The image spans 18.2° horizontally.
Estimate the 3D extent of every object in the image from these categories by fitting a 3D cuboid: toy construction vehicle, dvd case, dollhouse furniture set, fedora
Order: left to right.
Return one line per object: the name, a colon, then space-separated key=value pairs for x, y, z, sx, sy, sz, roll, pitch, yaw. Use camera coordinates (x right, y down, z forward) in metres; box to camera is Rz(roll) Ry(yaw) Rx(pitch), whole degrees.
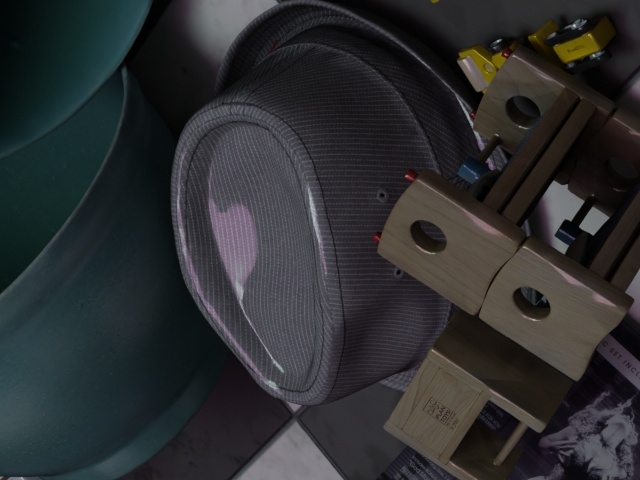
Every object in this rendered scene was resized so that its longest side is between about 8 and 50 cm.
fedora: x=0.000 y=0.000 z=1.192 sx=0.244 sy=0.124 sz=0.275 roll=15 pitch=124 yaw=38
dollhouse furniture set: x=0.099 y=0.018 z=1.087 sx=0.129 sy=0.129 sz=0.183 roll=33 pitch=139 yaw=6
toy construction vehicle: x=0.108 y=-0.124 z=1.085 sx=0.098 sy=0.035 sz=0.086 roll=-21 pitch=110 yaw=51
dvd case: x=0.128 y=0.153 z=1.144 sx=0.164 sy=0.018 sz=0.221 roll=43 pitch=98 yaw=15

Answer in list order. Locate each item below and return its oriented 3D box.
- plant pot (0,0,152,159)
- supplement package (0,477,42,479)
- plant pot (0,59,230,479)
plant pot: x=-0.278 y=-0.213 z=1.220 sx=0.235 sy=0.293 sz=0.293 roll=28 pitch=133 yaw=48
supplement package: x=-0.257 y=0.083 z=1.482 sx=0.244 sy=0.139 sz=0.134 roll=53 pitch=140 yaw=3
plant pot: x=-0.181 y=0.040 z=1.306 sx=0.293 sy=0.293 sz=0.196 roll=-4 pitch=137 yaw=45
